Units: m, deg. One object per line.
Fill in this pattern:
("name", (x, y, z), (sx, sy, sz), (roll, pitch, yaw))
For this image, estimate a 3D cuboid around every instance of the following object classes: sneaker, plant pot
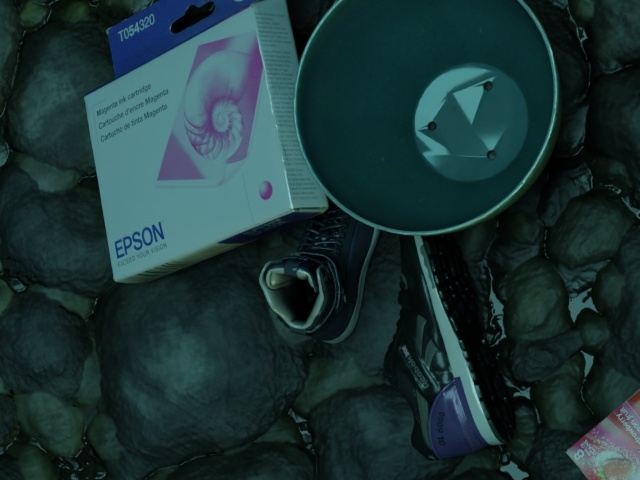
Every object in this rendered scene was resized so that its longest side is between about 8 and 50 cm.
("sneaker", (0.002, 0.001, 1.975), (0.086, 0.163, 0.226), (4, 86, 23))
("plant pot", (0.139, -0.141, 1.914), (0.290, 0.195, 0.290), (-2, 84, 21))
("sneaker", (0.112, 0.108, 1.957), (0.124, 0.107, 0.283), (-21, 78, 24))

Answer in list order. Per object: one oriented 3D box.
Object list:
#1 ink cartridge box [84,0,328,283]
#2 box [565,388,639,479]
("ink cartridge box", (-0.150, -0.147, 2.024), (0.324, 0.071, 0.330), (-22, 76, 43))
("box", (0.393, 0.277, 1.822), (0.128, 0.122, 0.257), (-43, 73, 12))
